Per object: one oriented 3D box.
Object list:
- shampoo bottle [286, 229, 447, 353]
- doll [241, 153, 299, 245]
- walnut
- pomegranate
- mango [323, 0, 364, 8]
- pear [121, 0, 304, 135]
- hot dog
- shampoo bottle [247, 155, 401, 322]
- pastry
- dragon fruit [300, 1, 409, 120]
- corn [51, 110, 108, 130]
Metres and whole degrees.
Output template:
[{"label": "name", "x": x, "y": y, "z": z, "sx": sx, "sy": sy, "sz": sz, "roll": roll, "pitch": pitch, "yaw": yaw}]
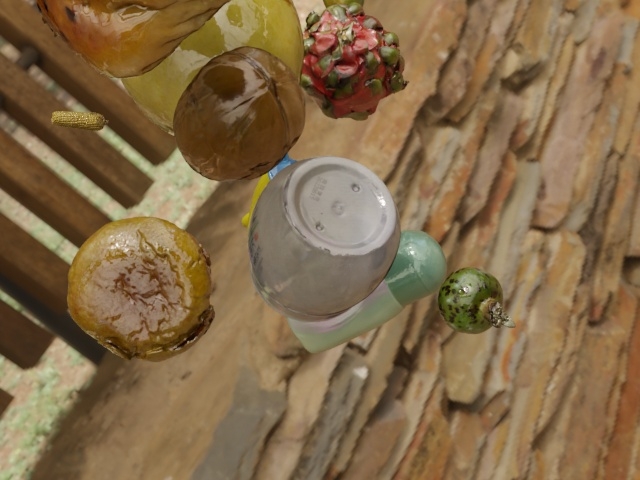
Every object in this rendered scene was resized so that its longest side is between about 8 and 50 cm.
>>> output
[{"label": "shampoo bottle", "x": 0.102, "y": 0.097, "z": 1.862, "sx": 0.349, "sy": 0.151, "sz": 0.222, "roll": -27, "pitch": 25, "yaw": 15}, {"label": "doll", "x": -0.100, "y": -0.040, "z": 1.959, "sx": 0.199, "sy": 0.363, "sz": 0.145, "roll": 23, "pitch": 37, "yaw": 25}, {"label": "walnut", "x": -0.108, "y": -0.160, "z": 1.154, "sx": 0.207, "sy": 0.167, "sz": 0.167, "roll": -35, "pitch": 24, "yaw": 54}, {"label": "pomegranate", "x": 0.274, "y": 0.111, "z": 1.523, "sx": 0.122, "sy": 0.122, "sz": 0.161, "roll": -51, "pitch": 35, "yaw": -7}, {"label": "mango", "x": 0.049, "y": -0.604, "z": 2.085, "sx": 0.085, "sy": 0.122, "sz": 0.191, "roll": -33, "pitch": 49, "yaw": 39}, {"label": "pear", "x": -0.168, "y": -0.292, "z": 1.358, "sx": 0.309, "sy": 0.309, "sz": 0.309, "roll": -38, "pitch": 25, "yaw": 22}, {"label": "hot dog", "x": -0.220, "y": -0.368, "z": 0.939, "sx": 0.365, "sy": 0.196, "sz": 0.367, "roll": 43, "pitch": 127, "yaw": 36}, {"label": "shampoo bottle", "x": 0.000, "y": 0.000, "z": 1.619, "sx": 0.273, "sy": 0.273, "sz": 0.266, "roll": -66, "pitch": 3, "yaw": -35}, {"label": "pastry", "x": -0.409, "y": 0.113, "z": 2.011, "sx": 0.356, "sy": 0.356, "sz": 0.164, "roll": -43, "pitch": 1, "yaw": 12}, {"label": "dragon fruit", "x": 0.066, "y": -0.389, "z": 1.943, "sx": 0.237, "sy": 0.302, "sz": 0.231, "roll": -39, "pitch": 62, "yaw": 16}, {"label": "corn", "x": -0.363, "y": -0.182, "z": 1.328, "sx": 0.028, "sy": 0.083, "sz": 0.027, "roll": 149, "pitch": 122, "yaw": -66}]
